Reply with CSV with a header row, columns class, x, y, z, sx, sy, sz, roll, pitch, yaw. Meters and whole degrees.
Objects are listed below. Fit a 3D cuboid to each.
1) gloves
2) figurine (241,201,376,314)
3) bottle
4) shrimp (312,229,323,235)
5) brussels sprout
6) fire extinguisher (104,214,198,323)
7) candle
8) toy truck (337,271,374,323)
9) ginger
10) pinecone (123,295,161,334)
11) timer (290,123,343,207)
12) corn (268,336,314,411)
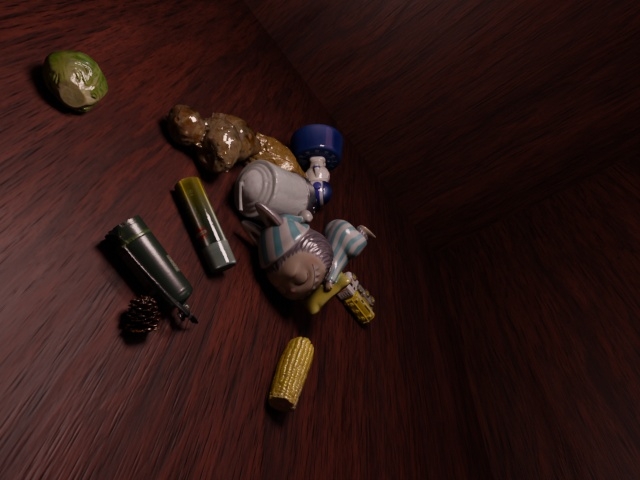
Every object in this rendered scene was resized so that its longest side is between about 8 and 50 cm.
class,x,y,z,sx,sy,sz,roll,pitch,yaw
gloves,-0.181,-0.323,1.685,0.356,0.155,0.203,30,25,-37
figurine,-0.057,-0.006,1.319,0.377,0.361,0.266,49,-16,-32
bottle,-0.335,-0.044,1.170,0.286,0.082,0.082,64,25,9
shrimp,0.000,0.000,1.692,0.198,0.051,0.262,26,6,37
brussels sprout,-0.612,-0.405,1.005,0.155,0.117,0.155,48,17,-20
fire extinguisher,-0.376,0.087,0.938,0.294,0.093,0.118,56,-17,-9
candle,-0.176,-0.167,1.445,0.342,0.221,0.221,18,47,-54
toy truck,0.151,0.251,1.748,0.227,0.098,0.114,52,31,-19
ginger,-0.339,-0.355,1.398,0.256,0.176,0.375,49,28,6
pinecone,-0.381,0.161,0.861,0.077,0.077,0.083,-15,117,-65
timer,-0.014,-0.340,1.967,0.270,0.270,0.383,27,55,-50
corn,-0.083,0.381,1.164,0.093,0.093,0.244,53,26,-14
